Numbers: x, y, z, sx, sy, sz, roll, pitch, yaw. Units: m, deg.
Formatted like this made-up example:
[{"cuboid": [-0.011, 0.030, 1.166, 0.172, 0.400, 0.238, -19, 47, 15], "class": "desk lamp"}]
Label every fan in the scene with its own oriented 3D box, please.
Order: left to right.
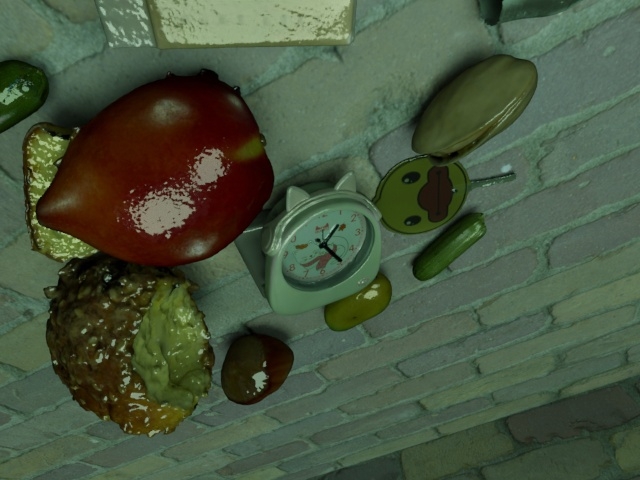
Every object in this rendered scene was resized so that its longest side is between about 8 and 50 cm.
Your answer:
[{"cuboid": [0.267, -0.103, 0.893, 0.335, 0.011, 0.230, -12, 135, 3], "class": "fan"}]

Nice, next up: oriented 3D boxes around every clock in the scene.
[{"cuboid": [0.000, 0.000, 0.838, 0.265, 0.109, 0.324, -16, 133, -18], "class": "clock"}]

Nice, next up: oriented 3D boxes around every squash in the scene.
[{"cuboid": [-0.556, -0.180, 0.609, 0.331, 0.087, 0.087, -19, 135, 10], "class": "squash"}, {"cuboid": [0.313, 0.019, 0.982, 0.069, 0.069, 0.239, 19, 130, -27], "class": "squash"}]

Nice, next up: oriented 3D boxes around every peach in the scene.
[{"cuboid": [-0.222, -0.078, 0.608, 0.361, 0.201, 0.258, -33, 151, -22], "class": "peach"}]

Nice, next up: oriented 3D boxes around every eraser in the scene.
[{"cuboid": [-0.121, -0.341, 0.537, 0.343, 0.078, 0.144, -5, 134, -6], "class": "eraser"}]

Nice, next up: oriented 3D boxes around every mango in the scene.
[{"cuboid": [0.089, 0.167, 1.071, 0.237, 0.091, 0.137, -39, 123, 25], "class": "mango"}]

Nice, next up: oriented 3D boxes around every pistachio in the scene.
[{"cuboid": [0.259, -0.219, 0.689, 0.135, 0.136, 0.226, 27, 130, -32], "class": "pistachio"}]

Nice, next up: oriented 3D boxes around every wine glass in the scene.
[{"cuboid": [0.348, -0.381, 0.570, 0.222, 0.103, 0.103, -16, 135, 3], "class": "wine glass"}]

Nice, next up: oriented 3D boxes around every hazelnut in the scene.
[{"cuboid": [-0.187, 0.362, 1.162, 0.186, 0.210, 0.210, 37, 121, -9], "class": "hazelnut"}]

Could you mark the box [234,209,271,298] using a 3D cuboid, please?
[{"cuboid": [-0.121, 0.040, 0.928, 0.103, 0.055, 0.244, -14, 135, 2], "class": "box"}]

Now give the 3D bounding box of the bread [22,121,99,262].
[{"cuboid": [-0.420, -0.096, 0.684, 0.129, 0.134, 0.260, 2, 131, -30], "class": "bread"}]

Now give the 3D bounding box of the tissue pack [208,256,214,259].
[{"cuboid": [-0.244, -0.003, 0.884, 0.056, 0.023, 0.108, 17, 128, -26], "class": "tissue pack"}]

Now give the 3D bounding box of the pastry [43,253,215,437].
[{"cuboid": [-0.412, 0.207, 0.868, 0.337, 0.292, 0.405, -1, 115, 27], "class": "pastry"}]
